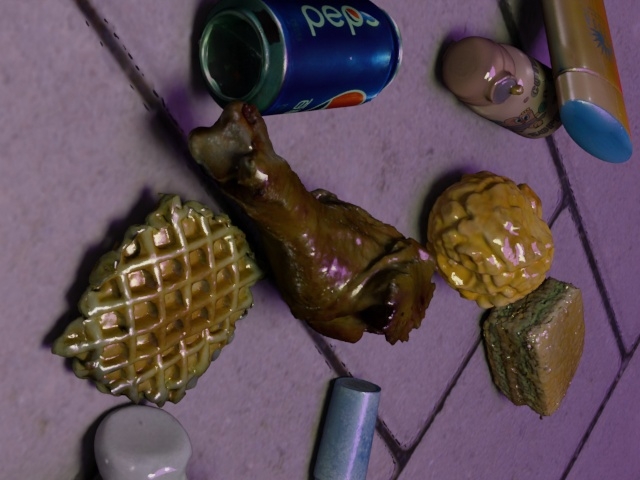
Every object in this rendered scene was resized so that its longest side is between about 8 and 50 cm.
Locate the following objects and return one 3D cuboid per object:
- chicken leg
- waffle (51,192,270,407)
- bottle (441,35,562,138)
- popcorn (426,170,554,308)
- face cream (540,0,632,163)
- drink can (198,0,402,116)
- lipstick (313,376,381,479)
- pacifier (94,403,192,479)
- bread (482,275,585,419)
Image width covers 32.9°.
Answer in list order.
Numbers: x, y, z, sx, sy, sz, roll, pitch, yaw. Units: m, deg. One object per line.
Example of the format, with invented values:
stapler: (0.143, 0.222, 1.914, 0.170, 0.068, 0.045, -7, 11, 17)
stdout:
chicken leg: (0.005, 0.015, 1.068, 0.140, 0.211, 0.361, -50, 155, 2)
waffle: (-0.146, 0.063, 1.050, 0.207, 0.054, 0.214, -59, 144, -12)
bottle: (0.236, -0.192, 1.372, 0.209, 0.110, 0.097, 12, 115, -52)
popcorn: (0.221, -0.005, 1.390, 0.170, 0.180, 0.180, 79, 32, -85)
face cream: (0.337, -0.245, 1.399, 0.139, 0.067, 0.285, 24, 53, -44)
drink can: (-0.016, -0.184, 1.063, 0.205, 0.118, 0.118, -15, 116, -47)
lipstick: (0.021, 0.309, 1.345, 0.068, 0.061, 0.274, -1, 104, -53)
pacifier: (-0.171, 0.260, 1.038, 0.279, 0.227, 0.207, -6, 75, -30)
bread: (0.323, 0.156, 1.622, 0.138, 0.102, 0.196, -46, 138, -26)
